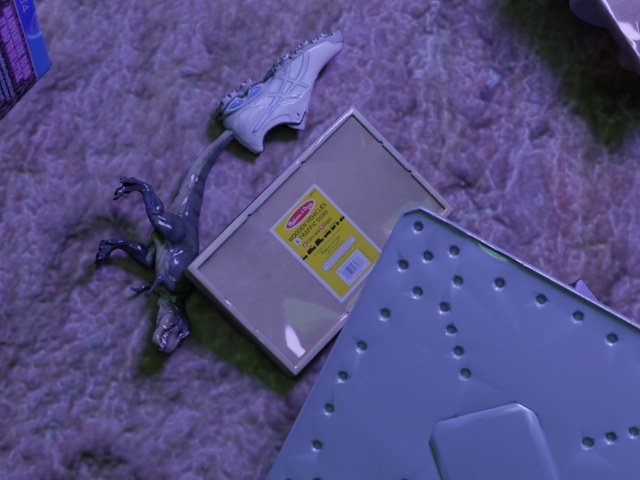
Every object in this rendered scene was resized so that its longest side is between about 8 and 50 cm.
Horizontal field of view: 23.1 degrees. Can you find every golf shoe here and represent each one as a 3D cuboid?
[{"bbox_3d":[-0.033,-0.169,1.804,0.176,0.069,0.086,-37,93,-8],"label":"golf shoe"}]

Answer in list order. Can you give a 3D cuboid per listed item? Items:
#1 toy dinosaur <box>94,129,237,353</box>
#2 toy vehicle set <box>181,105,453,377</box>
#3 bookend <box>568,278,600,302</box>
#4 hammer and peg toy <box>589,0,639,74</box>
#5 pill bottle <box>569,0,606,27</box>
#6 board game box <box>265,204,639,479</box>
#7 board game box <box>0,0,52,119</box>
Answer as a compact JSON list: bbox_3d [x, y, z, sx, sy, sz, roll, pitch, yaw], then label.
[{"bbox_3d":[-0.178,-0.009,1.730,0.118,0.064,0.268,15,73,-12],"label":"toy dinosaur"},{"bbox_3d":[0.000,0.000,1.724,0.166,0.035,0.267,46,74,-4],"label":"toy vehicle set"},{"bbox_3d":[0.240,0.093,1.662,0.156,0.157,0.072,-33,75,-12],"label":"bookend"},{"bbox_3d":[0.439,-0.357,1.767,0.361,0.127,0.266,-27,80,-19],"label":"hammer and peg toy"},{"bbox_3d":[0.348,-0.340,1.858,0.087,0.087,0.160,12,71,2],"label":"pill bottle"},{"bbox_3d":[0.177,0.215,1.561,0.390,0.050,0.390,29,109,8],"label":"board game box"},{"bbox_3d":[-0.448,-0.178,1.693,0.141,0.232,0.291,36,72,10],"label":"board game box"}]
